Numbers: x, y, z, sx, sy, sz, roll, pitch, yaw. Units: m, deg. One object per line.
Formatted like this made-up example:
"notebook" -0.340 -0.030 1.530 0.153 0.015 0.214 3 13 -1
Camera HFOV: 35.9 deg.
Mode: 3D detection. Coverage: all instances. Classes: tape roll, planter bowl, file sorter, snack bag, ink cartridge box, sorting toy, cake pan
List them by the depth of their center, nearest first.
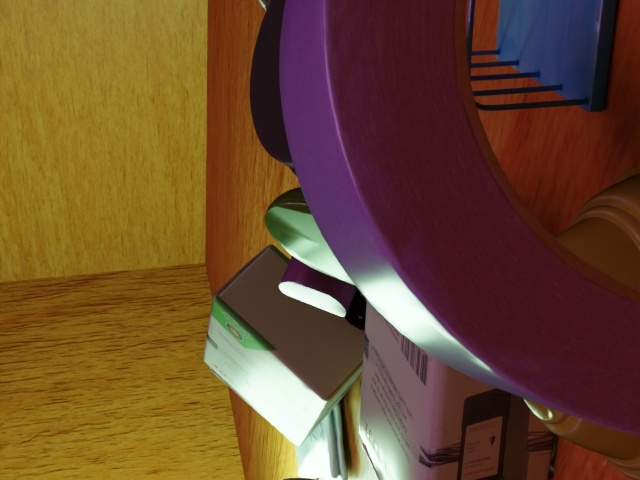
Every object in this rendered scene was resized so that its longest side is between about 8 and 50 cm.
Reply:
"tape roll" 0.126 -0.068 0.376 0.090 0.275 0.275 179 86 -79
"planter bowl" 0.178 0.063 0.629 0.217 0.090 0.217 174 90 -77
"file sorter" 0.129 -0.171 0.726 0.170 0.104 0.118 -121 28 -63
"sorting toy" 0.040 -0.050 0.755 0.365 0.127 0.126 114 179 -69
"ink cartridge box" 0.117 0.110 0.871 0.198 0.115 0.273 -119 27 -62
"cake pan" 0.005 -0.208 1.128 0.293 0.054 0.293 -18 68 53
"ink cartridge box" -0.053 0.161 1.438 0.211 0.121 0.289 41 156 8
"snack bag" -0.014 0.266 1.737 0.342 0.037 0.323 128 136 -72

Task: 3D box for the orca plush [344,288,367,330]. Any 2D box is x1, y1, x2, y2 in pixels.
"orca plush" 0.058 0.070 1.157 0.287 0.102 0.151 -163 68 -77

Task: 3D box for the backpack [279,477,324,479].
"backpack" -0.003 0.436 1.300 0.263 0.276 0.213 102 172 -46

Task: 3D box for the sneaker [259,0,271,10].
"sneaker" -0.020 -0.350 1.395 0.162 0.106 0.281 146 109 -70
